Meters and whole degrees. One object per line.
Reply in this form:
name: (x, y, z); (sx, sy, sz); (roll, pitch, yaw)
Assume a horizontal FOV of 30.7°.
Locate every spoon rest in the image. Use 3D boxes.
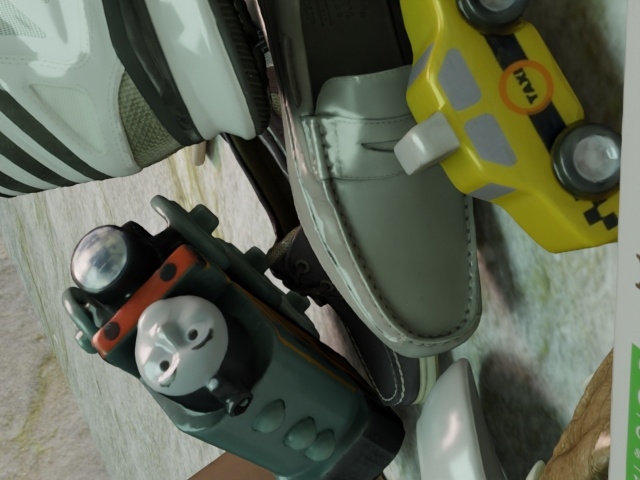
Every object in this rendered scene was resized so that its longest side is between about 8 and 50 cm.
spoon rest: (0.120, 0.212, 0.804); (0.137, 0.084, 0.276); (-78, -20, -70)

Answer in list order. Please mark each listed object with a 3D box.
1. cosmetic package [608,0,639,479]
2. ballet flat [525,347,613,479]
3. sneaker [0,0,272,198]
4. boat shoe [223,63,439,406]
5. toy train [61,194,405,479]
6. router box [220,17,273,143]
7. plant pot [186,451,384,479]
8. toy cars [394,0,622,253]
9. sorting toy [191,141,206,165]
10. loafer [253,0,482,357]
cosmetic package: (0.201, -0.025, 0.325); (0.197, 0.155, 0.366); (42, 147, 53)
ballet flat: (0.152, 0.155, 0.646); (0.342, 0.116, 0.124); (96, -178, -50)
sneaker: (-0.218, -0.229, 0.652); (0.169, 0.257, 0.448); (-89, -21, -78)
boat shoe: (0.000, 0.000, 0.885); (0.285, 0.092, 0.103); (68, 158, 3)
toy train: (-0.059, 0.094, 0.906); (0.190, 0.142, 0.334); (43, 179, 33)
router box: (-0.083, -0.149, 0.990); (0.092, 0.038, 0.122); (48, 154, 4)
plant pot: (-0.068, 0.305, 1.129); (0.263, 0.229, 0.263); (50, 151, 41)
toy cars: (0.049, -0.136, 0.536); (0.176, 0.087, 0.394); (52, 169, 49)
sorting toy: (-0.163, -0.202, 1.159); (0.208, 0.038, 0.193); (57, 155, 28)
loafer: (0.029, -0.081, 0.727); (0.111, 0.112, 0.320); (155, 94, -76)
